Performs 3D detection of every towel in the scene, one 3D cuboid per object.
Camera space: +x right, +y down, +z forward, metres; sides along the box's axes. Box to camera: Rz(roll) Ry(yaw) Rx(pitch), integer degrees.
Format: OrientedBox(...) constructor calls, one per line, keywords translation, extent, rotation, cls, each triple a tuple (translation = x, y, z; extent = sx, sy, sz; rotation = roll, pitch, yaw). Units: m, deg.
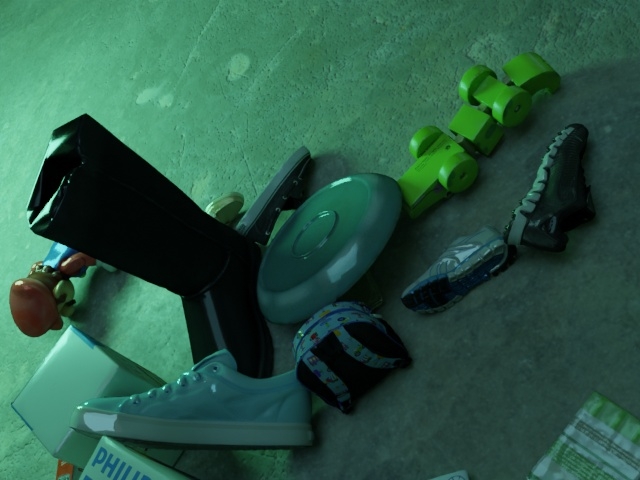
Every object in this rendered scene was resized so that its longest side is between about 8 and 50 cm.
OrientedBox(translation=(0.040, 0.078, 1.369), extent=(0.110, 0.027, 0.148), rotation=(-35, 50, 13), cls="towel")
OrientedBox(translation=(0.351, 0.281, 1.035), extent=(0.152, 0.023, 0.113), rotation=(-50, 49, -5), cls="towel")

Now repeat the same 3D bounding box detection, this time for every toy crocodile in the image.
OrientedBox(translation=(0.252, -0.174, 1.342), extent=(0.340, 0.105, 0.115), rotation=(-50, 47, 5), cls="toy crocodile")

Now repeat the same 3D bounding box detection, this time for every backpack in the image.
OrientedBox(translation=(0.028, 0.161, 1.226), extent=(0.158, 0.173, 0.117), rotation=(-40, 48, 8), cls="backpack")

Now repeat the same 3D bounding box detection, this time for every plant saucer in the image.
OrientedBox(translation=(0.000, 0.000, 1.355), extent=(0.317, 0.043, 0.318), rotation=(-37, 27, 22), cls="plant saucer")

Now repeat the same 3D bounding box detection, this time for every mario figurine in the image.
OrientedBox(translation=(-0.535, 0.072, 1.736), extent=(0.198, 0.170, 0.321), rotation=(-42, 21, 58), cls="mario figurine")

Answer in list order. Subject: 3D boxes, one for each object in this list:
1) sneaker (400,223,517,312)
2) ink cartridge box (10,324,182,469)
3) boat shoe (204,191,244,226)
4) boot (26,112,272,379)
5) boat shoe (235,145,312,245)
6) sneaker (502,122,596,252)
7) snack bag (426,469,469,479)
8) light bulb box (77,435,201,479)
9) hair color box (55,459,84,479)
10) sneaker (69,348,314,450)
OrientedBox(translation=(0.205, 0.041, 1.259), extent=(0.190, 0.071, 0.083), rotation=(-31, 42, 4), cls="sneaker")
OrientedBox(translation=(-0.351, 0.288, 1.367), extent=(0.171, 0.233, 0.168), rotation=(26, 77, 42), cls="ink cartridge box")
OrientedBox(translation=(-0.209, -0.025, 1.586), extent=(0.170, 0.063, 0.059), rotation=(-40, 49, 20), cls="boat shoe")
OrientedBox(translation=(-0.265, 0.052, 1.309), extent=(0.146, 0.445, 0.367), rotation=(-25, 51, 20), cls="boot")
OrientedBox(translation=(-0.067, -0.080, 1.508), extent=(0.228, 0.076, 0.080), rotation=(-55, 2, -36), cls="boat shoe")
OrientedBox(translation=(0.366, -0.072, 1.209), extent=(0.106, 0.078, 0.234), rotation=(24, 65, 22), cls="sneaker")
OrientedBox(translation=(0.064, 0.491, 1.058), extent=(0.342, 0.037, 0.323), rotation=(-18, 54, 15), cls="snack bag")
OrientedBox(translation=(-0.202, 0.503, 1.045), extent=(0.357, 0.225, 0.361), rotation=(14, 70, 42), cls="light bulb box")
OrientedBox(translation=(-0.434, 0.384, 1.474), extent=(0.043, 0.072, 0.141), rotation=(-21, 52, 22), cls="hair color box")
OrientedBox(translation=(-0.191, 0.243, 1.247), extent=(0.135, 0.365, 0.150), rotation=(131, 142, -65), cls="sneaker")
